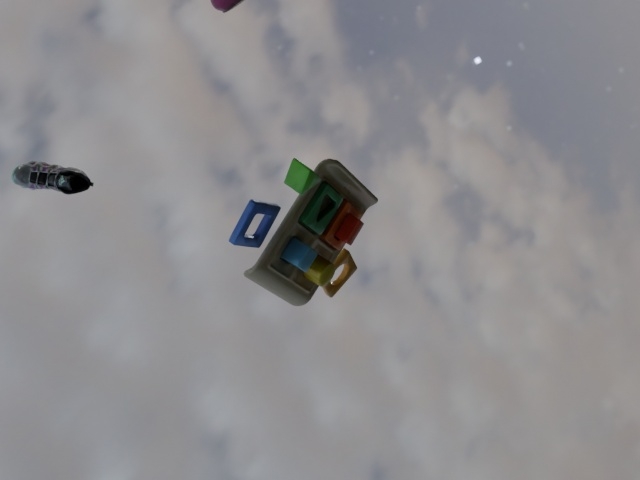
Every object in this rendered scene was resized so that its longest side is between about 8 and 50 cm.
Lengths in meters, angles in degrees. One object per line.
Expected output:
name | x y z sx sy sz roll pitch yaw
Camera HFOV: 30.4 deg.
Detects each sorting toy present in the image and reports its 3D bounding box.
sorting toy | 0.000 0.000 1.607 0.047 0.196 0.347 35 179 28

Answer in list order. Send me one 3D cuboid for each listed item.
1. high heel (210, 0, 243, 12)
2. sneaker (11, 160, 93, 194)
high heel | -0.053 -0.415 1.142 0.181 0.127 0.377 32 -99 -22
sneaker | -0.333 -0.078 1.476 0.098 0.069 0.038 0 -81 -27
